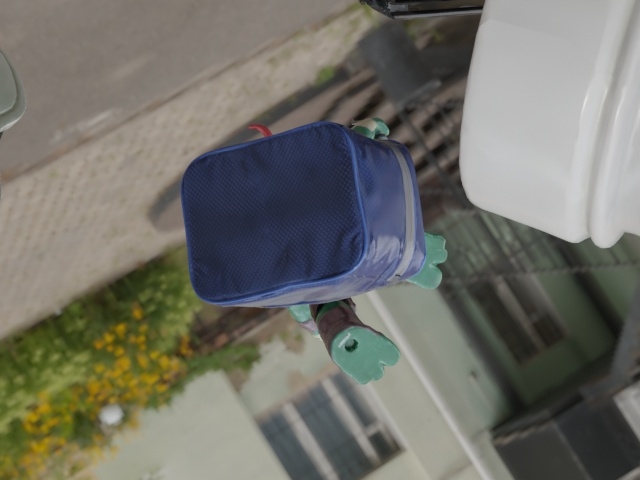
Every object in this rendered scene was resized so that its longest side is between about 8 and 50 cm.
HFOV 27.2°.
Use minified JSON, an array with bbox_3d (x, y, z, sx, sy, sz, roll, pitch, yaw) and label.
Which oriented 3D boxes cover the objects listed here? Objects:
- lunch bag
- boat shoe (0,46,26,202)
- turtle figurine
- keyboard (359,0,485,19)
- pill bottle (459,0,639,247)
[{"bbox_3d":[-0.008,-0.007,0.555,0.098,0.067,0.065,-11,169,30],"label":"lunch bag"},{"bbox_3d":[-0.283,-0.073,0.941,0.091,0.114,0.302,-44,-156,19],"label":"boat shoe"},{"bbox_3d":[0.000,0.000,0.986,0.118,0.175,0.234,1,-157,-25],"label":"turtle figurine"},{"bbox_3d":[0.101,-0.247,1.012,0.317,0.202,0.033,-12,153,-42],"label":"keyboard"},{"bbox_3d":[0.196,-0.031,0.393,0.160,0.283,0.160,-54,155,-41],"label":"pill bottle"}]
